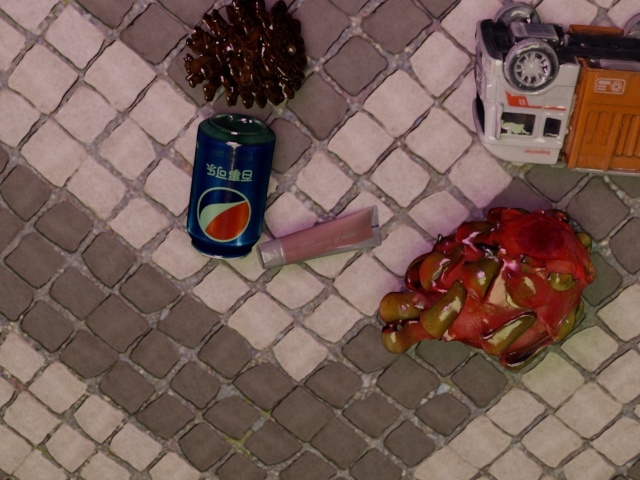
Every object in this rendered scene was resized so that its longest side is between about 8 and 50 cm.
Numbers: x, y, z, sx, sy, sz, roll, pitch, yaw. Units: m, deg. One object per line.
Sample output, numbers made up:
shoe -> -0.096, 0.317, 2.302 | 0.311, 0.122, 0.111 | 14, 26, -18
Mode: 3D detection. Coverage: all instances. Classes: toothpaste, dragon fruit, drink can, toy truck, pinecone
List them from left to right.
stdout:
drink can -> -0.135, -0.080, 1.618 | 0.118, 0.118, 0.205 | 9, 114, 0
pinecone -> -0.114, -0.257, 1.523 | 0.165, 0.163, 0.163 | -11, 112, 20
toothpaste -> 0.000, 0.000, 1.660 | 0.194, 0.043, 0.067 | -14, 112, -15
dragon fruit -> 0.243, 0.063, 1.601 | 0.307, 0.227, 0.243 | 10, 112, 15
toy truck -> 0.398, -0.194, 1.500 | 0.387, 0.173, 0.207 | 5, 122, 0
